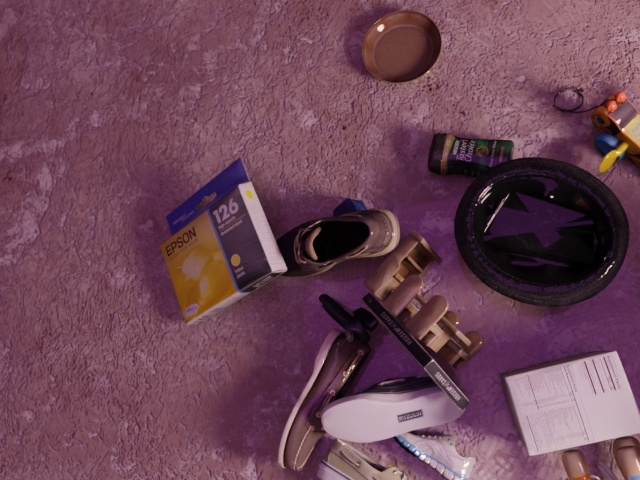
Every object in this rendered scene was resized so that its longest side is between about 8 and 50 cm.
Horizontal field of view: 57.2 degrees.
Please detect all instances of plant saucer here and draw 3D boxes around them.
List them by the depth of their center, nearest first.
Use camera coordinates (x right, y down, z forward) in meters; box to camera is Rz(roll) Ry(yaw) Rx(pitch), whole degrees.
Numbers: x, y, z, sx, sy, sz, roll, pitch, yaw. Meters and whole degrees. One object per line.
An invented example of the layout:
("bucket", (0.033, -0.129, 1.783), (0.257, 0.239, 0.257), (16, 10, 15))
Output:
("plant saucer", (0.202, -0.474, 1.459), (0.199, 0.036, 0.198), (-3, 79, 14))

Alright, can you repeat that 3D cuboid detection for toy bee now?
("toy bee", (0.628, -0.234, 1.233), (0.298, 0.162, 0.195), (23, 87, 18))

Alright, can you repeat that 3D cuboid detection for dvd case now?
("dvd case", (0.189, 0.220, 1.186), (0.029, 0.179, 0.238), (-43, 37, -1))

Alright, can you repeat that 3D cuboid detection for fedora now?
("fedora", (0.454, -0.009, 1.233), (0.334, 0.152, 0.333), (-4, 76, 17))

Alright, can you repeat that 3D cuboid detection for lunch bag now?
("lunch bag", (0.085, -0.048, 1.383), (0.067, 0.065, 0.098), (-37, 70, 29))

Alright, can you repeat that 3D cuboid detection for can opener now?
("can opener", (0.055, 0.174, 1.319), (0.073, 0.059, 0.186), (-30, 32, -23))

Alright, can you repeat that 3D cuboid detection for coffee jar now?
("coffee jar", (0.341, -0.190, 1.340), (0.185, 0.079, 0.096), (9, 81, 17))

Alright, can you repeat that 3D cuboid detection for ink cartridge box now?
("ink cartridge box", (-0.256, 0.003, 1.411), (0.304, 0.072, 0.307), (-33, 74, 30))

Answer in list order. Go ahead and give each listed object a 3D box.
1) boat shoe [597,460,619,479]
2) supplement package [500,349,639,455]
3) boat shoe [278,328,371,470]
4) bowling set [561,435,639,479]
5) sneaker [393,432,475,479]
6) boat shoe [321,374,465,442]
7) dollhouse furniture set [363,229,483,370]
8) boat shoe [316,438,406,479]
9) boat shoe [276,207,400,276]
("boat shoe", (0.577, 0.487, 1.161), (0.035, 0.035, 0.100), (-34, 79, 3))
("supplement package", (0.475, 0.310, 1.139), (0.203, 0.194, 0.149), (-17, 75, 11))
("boat shoe", (0.009, 0.361, 1.294), (0.097, 0.116, 0.324), (21, 79, 21))
("bowling set", (0.605, 0.439, 1.056), (0.287, 0.200, 0.154), (-14, 77, 0))
("sneaker", (0.240, 0.438, 1.249), (0.191, 0.071, 0.083), (31, 75, 15))
("boat shoe", (0.149, 0.343, 1.249), (0.301, 0.102, 0.108), (-12, 109, 0))
("dollhouse furniture set", (0.235, 0.117, 1.239), (0.161, 0.212, 0.242), (-47, 46, 1))
("boat shoe", (0.135, 0.518, 1.232), (0.302, 0.109, 0.094), (20, 82, 20))
("boat shoe", (0.000, 0.000, 1.320), (0.356, 0.130, 0.132), (-20, 76, 32))
